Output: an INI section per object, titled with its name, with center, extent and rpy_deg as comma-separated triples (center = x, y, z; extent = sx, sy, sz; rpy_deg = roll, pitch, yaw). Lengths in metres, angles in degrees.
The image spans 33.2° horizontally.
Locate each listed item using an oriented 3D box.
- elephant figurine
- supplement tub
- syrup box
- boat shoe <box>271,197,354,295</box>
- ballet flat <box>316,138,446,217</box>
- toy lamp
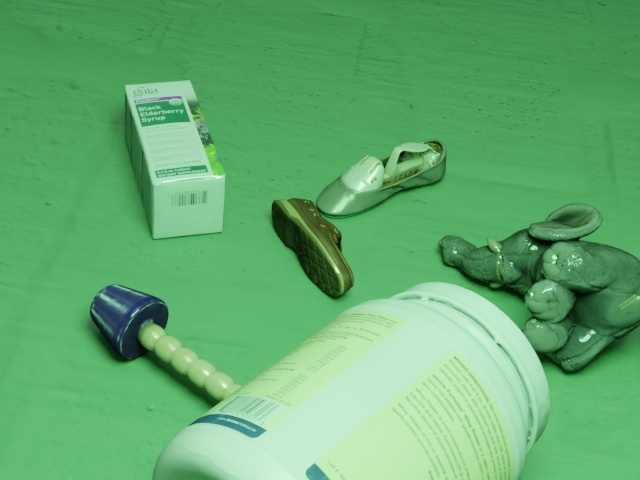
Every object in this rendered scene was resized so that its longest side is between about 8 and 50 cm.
[elephant figurine]
center = 0.281, 0.030, 1.293
extent = 0.186, 0.169, 0.239
rpy_deg = 28, 17, -20
[supplement tub]
center = 0.038, 0.197, 0.968
extent = 0.235, 0.235, 0.325
rpy_deg = 32, 45, 28
[syrup box]
center = -0.197, -0.113, 1.425
extent = 0.093, 0.096, 0.237
rpy_deg = -7, 42, -16
[boat shoe]
center = 0.000, 0.000, 1.341
extent = 0.060, 0.064, 0.178
rpy_deg = -15, 41, -22
[ballet flat]
center = 0.085, -0.094, 1.467
extent = 0.213, 0.068, 0.072
rpy_deg = -20, 46, -30
[toy lamp]
center = -0.138, 0.133, 1.148
extent = 0.275, 0.080, 0.080
rpy_deg = 33, 45, 25
